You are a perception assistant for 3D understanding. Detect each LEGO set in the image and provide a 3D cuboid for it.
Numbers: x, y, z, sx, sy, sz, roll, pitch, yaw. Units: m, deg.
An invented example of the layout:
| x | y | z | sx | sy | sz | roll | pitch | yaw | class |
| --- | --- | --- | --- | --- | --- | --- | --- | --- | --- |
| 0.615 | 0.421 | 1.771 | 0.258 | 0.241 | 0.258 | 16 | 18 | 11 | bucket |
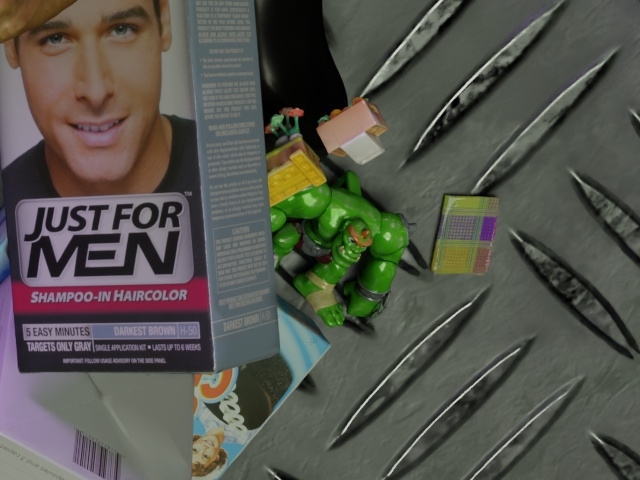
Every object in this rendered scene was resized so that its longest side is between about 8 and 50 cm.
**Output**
| x | y | z | sx | sy | sz | roll | pitch | yaw | class |
| --- | --- | --- | --- | --- | --- | --- | --- | --- | --- |
| -0.064 | -0.045 | 1.656 | 0.132 | 0.107 | 0.287 | 8 | 134 | -29 | LEGO set |

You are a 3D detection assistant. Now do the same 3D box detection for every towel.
| x | y | z | sx | sy | sz | roll | pitch | yaw | class |
| --- | --- | --- | --- | --- | --- | --- | --- | --- | --- |
| 0.138 | -0.004 | 1.888 | 0.060 | 0.009 | 0.083 | 1 | 111 | -18 | towel |

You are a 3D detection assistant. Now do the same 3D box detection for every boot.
| x | y | z | sx | sy | sz | roll | pitch | yaw | class |
| --- | --- | --- | --- | --- | --- | --- | --- | --- | --- |
| 0.007 | -0.233 | 1.618 | 0.260 | 0.131 | 0.348 | -17 | 120 | 23 | boot |

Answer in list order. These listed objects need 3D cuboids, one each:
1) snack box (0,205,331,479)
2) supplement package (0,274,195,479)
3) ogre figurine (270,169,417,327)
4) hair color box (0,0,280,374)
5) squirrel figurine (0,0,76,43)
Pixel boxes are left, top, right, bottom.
| x | y | z | sx | sy | sz | roll | pitch | yaw | class |
| --- | --- | --- | --- | --- | --- | --- | --- | --- | --- |
| -0.169 | 0.074 | 1.791 | 0.322 | 0.060 | 0.187 | 36 | 98 | -28 | snack box |
| -0.267 | 0.206 | 1.690 | 0.199 | 0.198 | 0.263 | 34 | 122 | -27 | supplement package |
| 0.000 | 0.000 | 1.801 | 0.197 | 0.097 | 0.118 | 34 | 115 | -13 | ogre figurine |
| -0.148 | -0.088 | 1.537 | 0.185 | 0.114 | 0.374 | -2 | 94 | 27 | hair color box |
| -0.258 | -0.354 | 1.451 | 0.397 | 0.370 | 0.281 | -39 | 122 | -33 | squirrel figurine |
